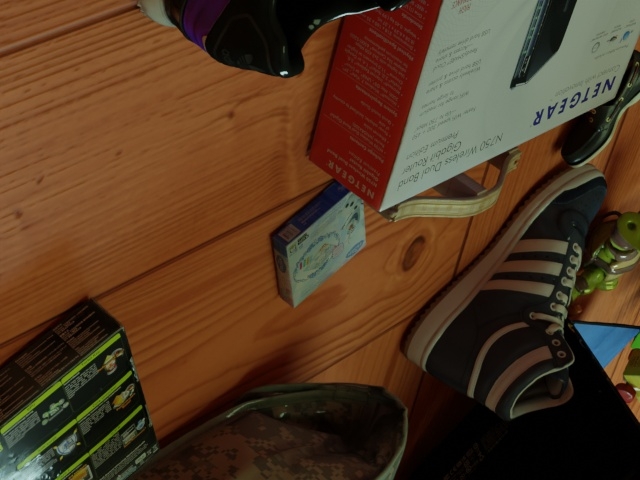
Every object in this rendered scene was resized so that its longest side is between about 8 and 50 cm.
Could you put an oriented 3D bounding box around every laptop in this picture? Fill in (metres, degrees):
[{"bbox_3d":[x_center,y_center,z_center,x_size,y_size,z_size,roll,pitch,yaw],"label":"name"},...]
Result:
[{"bbox_3d":[0.233,0.294,1.821,0.236,0.408,0.382,30,108,-30],"label":"laptop"}]

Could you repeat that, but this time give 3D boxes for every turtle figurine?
[{"bbox_3d":[0.344,0.001,1.848,0.269,0.087,0.217,-29,165,-22],"label":"turtle figurine"}]

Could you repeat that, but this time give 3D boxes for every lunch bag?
[{"bbox_3d":[-0.050,0.262,1.460,0.287,0.169,0.235,-29,145,-30],"label":"lunch bag"}]

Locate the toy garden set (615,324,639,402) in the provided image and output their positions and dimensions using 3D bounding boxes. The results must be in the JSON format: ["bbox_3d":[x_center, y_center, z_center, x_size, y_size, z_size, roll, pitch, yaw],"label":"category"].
[{"bbox_3d":[0.436,0.076,2.015,0.204,0.049,0.244,-59,171,-33],"label":"toy garden set"}]

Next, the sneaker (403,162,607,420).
[{"bbox_3d":[0.231,0.058,1.671,0.282,0.153,0.099,-45,153,-14],"label":"sneaker"}]

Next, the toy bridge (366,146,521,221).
[{"bbox_3d":[0.120,-0.048,1.470,0.188,0.063,0.026,-24,141,-45],"label":"toy bridge"}]

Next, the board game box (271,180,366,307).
[{"bbox_3d":[0.000,0.000,1.386,0.090,0.020,0.090,-41,150,-23],"label":"board game box"}]

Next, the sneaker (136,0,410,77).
[{"bbox_3d":[0.030,-0.217,1.034,0.293,0.146,0.102,-51,153,-3],"label":"sneaker"}]

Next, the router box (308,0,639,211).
[{"bbox_3d":[0.159,-0.211,1.316,0.335,0.082,0.301,-26,143,-42],"label":"router box"}]

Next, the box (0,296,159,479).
[{"bbox_3d":[-0.212,0.159,1.219,0.190,0.045,0.184,-40,148,-21],"label":"box"}]

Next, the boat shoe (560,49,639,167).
[{"bbox_3d":[0.278,-0.132,1.646,0.042,0.049,0.133,26,109,-34],"label":"boat shoe"}]
